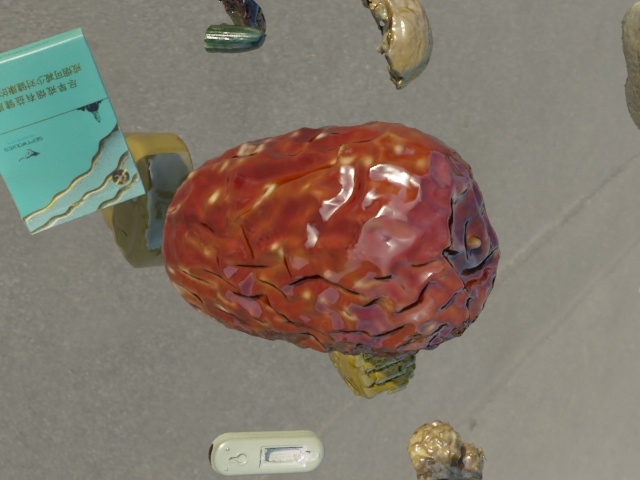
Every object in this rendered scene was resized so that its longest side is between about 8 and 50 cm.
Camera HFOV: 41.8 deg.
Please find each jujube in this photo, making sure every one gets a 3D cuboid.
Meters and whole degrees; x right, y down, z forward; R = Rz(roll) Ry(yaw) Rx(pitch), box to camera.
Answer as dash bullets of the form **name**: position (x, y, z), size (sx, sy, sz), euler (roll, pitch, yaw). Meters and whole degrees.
- **jujube**: position (0.000, 0.000, 0.423), size (0.109, 0.176, 0.112), euler (5, 86, -54)

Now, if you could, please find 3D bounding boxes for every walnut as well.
- **walnut**: position (0.198, -0.483, 1.993), size (0.141, 0.204, 0.238), euler (-20, 121, 8)

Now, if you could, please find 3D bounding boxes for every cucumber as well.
- **cucumber**: position (-0.144, -0.344, 1.437), size (0.048, 0.105, 0.048), euler (3, 90, -83)

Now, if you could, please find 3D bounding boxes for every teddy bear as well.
- **teddy bear**: position (0.276, 0.371, 1.169), size (0.222, 0.296, 0.246), euler (-31, 140, 20)

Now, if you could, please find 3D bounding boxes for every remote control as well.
- **remote control**: position (-0.096, 0.395, 1.551), size (0.221, 0.042, 0.078), euler (3, 98, -20)

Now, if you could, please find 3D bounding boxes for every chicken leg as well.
- **chicken leg**: position (-0.159, -0.431, 1.658), size (0.106, 0.253, 0.051), euler (34, 80, -6)

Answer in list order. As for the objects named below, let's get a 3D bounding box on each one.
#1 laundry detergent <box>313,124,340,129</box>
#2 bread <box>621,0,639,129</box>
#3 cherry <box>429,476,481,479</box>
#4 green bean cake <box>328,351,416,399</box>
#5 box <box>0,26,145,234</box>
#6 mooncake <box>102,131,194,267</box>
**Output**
- **laundry detergent**: position (-0.045, -0.091, 1.300), size (0.211, 0.063, 0.137), euler (-31, 146, -29)
- **bread**: position (0.471, -0.245, 1.066), size (0.102, 0.337, 0.183), euler (-21, 84, -4)
- **cherry**: position (0.151, 0.335, 0.860), size (0.195, 0.195, 0.195), euler (-17, 115, -40)
- **green bean cake**: position (0.068, 0.138, 1.463), size (0.131, 0.230, 0.224), euler (-22, 136, -16)
- **box**: position (-0.336, -0.134, 1.060), size (0.162, 0.041, 0.229), euler (-21, 123, -9)
- **mooncake**: position (-0.288, -0.066, 1.372), size (0.117, 0.235, 0.235), euler (-8, 110, -32)
